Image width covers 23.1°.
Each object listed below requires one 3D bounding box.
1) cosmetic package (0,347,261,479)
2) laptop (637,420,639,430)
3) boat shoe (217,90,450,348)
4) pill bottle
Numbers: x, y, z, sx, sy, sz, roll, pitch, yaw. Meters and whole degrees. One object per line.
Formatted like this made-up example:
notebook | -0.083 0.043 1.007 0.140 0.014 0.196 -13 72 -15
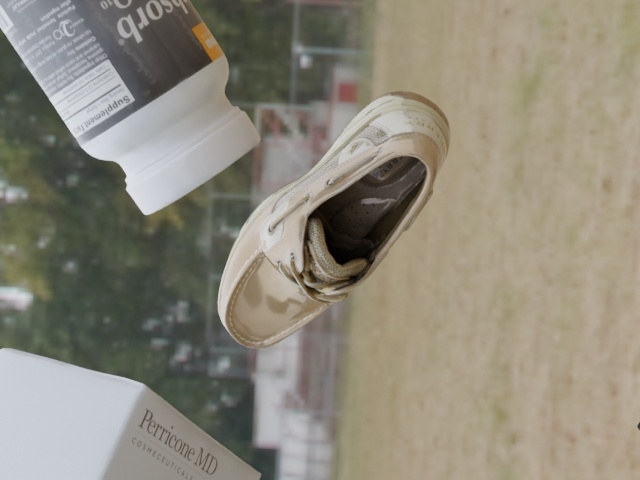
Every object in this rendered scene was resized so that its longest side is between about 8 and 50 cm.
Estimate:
cosmetic package | -0.218 0.304 1.227 0.217 0.156 0.385 45 -117 -54
laptop | 0.497 0.169 1.678 0.234 0.264 0.136 -53 -31 -1
boat shoe | 0.000 0.000 1.544 0.341 0.121 0.110 -52 16 31
pill bottle | -0.183 -0.174 1.437 0.278 0.162 0.162 56 -174 -9
